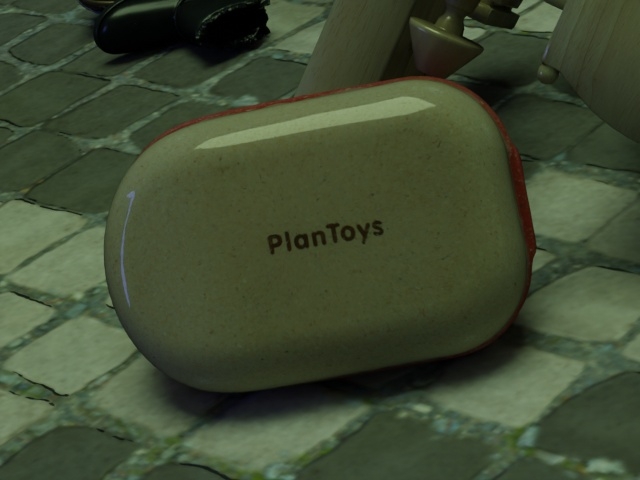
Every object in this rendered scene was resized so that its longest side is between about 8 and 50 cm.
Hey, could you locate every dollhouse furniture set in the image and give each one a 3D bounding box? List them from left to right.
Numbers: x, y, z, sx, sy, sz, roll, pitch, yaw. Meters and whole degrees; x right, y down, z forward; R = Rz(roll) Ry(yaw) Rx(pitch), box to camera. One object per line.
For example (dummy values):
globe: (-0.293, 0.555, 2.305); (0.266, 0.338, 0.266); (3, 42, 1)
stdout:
dollhouse furniture set: (0.178, -0.059, 1.128); (0.356, 0.173, 0.303); (28, 13, 15)

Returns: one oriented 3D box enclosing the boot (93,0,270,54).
boot: (-0.106, -0.168, 1.480); (0.121, 0.045, 0.099); (-21, 27, -22)

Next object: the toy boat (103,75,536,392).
toy boat: (0.000, 0.000, 1.042); (0.231, 0.151, 0.151); (-10, -3, 6)

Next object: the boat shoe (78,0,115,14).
boat shoe: (-0.114, -0.223, 1.558); (0.183, 0.066, 0.066); (-20, 11, 9)
